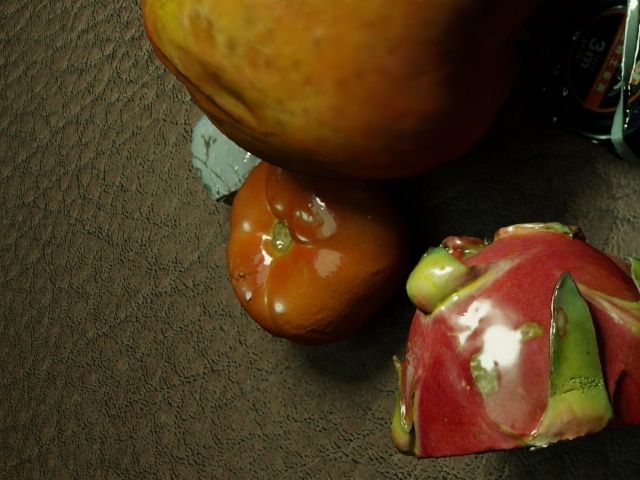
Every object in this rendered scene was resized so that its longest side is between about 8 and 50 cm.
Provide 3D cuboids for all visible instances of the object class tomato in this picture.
[{"bbox_3d":[-0.002,0.003,1.389,0.260,0.180,0.259,-8,78,44],"label":"tomato"}]

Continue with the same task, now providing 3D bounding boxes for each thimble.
[{"bbox_3d":[-0.097,-0.128,1.526,0.118,0.127,0.151,-24,74,40],"label":"thimble"}]

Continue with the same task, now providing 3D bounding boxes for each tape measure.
[{"bbox_3d":[0.325,-0.177,1.157,0.181,0.107,0.182,39,111,41],"label":"tape measure"}]

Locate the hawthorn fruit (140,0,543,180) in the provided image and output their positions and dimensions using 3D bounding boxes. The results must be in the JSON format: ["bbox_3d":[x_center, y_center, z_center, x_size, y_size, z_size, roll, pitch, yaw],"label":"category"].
[{"bbox_3d":[0.029,-0.285,1.204,0.472,0.472,0.471,-6,82,42],"label":"hawthorn fruit"}]

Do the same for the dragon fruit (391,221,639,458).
[{"bbox_3d":[0.205,0.088,1.111,0.305,0.305,0.225,-19,77,40],"label":"dragon fruit"}]
